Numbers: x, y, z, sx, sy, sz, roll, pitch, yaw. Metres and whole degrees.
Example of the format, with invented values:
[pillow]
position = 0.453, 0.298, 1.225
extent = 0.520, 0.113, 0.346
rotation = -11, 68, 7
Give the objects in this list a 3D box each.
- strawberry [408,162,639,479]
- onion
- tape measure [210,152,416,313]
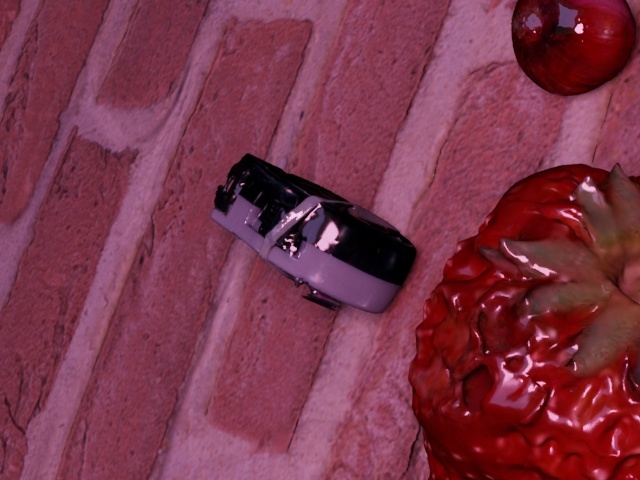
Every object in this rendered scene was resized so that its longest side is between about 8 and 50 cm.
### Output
[strawberry]
position = 0.210, 0.126, 1.622
extent = 0.345, 0.295, 0.317
rotation = 111, 157, -49
[onion]
position = 0.243, -0.205, 1.835
extent = 0.131, 0.131, 0.131
rotation = -20, 57, 35
[tape measure]
position = 0.003, 0.002, 1.912
extent = 0.107, 0.182, 0.181
rotation = -59, 32, 7
